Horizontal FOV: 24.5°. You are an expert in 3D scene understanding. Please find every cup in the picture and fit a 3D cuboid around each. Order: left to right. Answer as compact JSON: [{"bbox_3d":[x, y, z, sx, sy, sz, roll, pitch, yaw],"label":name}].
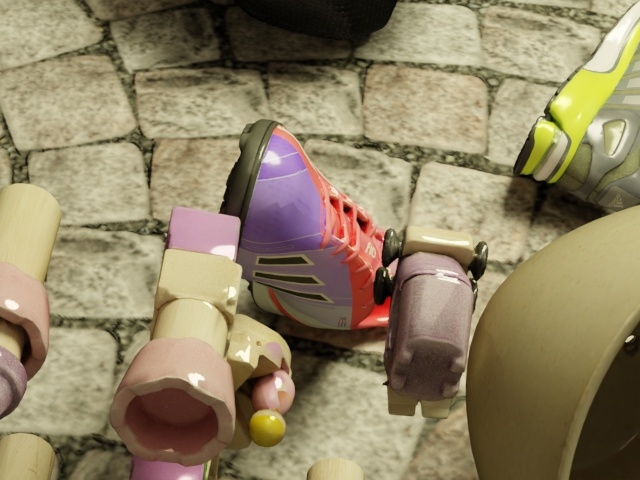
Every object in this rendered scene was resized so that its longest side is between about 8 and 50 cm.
[{"bbox_3d":[0.223,0.108,0.945,0.331,0.331,0.237,-16,20,-22],"label":"cup"}]

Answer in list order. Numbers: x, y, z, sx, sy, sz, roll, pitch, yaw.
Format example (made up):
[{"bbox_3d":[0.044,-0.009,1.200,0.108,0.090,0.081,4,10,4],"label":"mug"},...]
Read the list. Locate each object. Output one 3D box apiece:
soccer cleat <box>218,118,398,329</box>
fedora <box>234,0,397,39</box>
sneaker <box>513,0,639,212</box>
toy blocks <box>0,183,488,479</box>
[{"bbox_3d":[0.000,0.000,1.027,0.116,0.318,0.108,17,78,9],"label":"soccer cleat"},{"bbox_3d":[-0.010,-0.304,1.444,0.334,0.152,0.334,3,43,-3],"label":"fedora"},{"bbox_3d":[0.283,-0.118,1.330,0.121,0.111,0.300,37,50,7],"label":"sneaker"},{"bbox_3d":[-0.073,0.157,0.851,0.309,0.288,0.260,7,39,-3],"label":"toy blocks"}]
